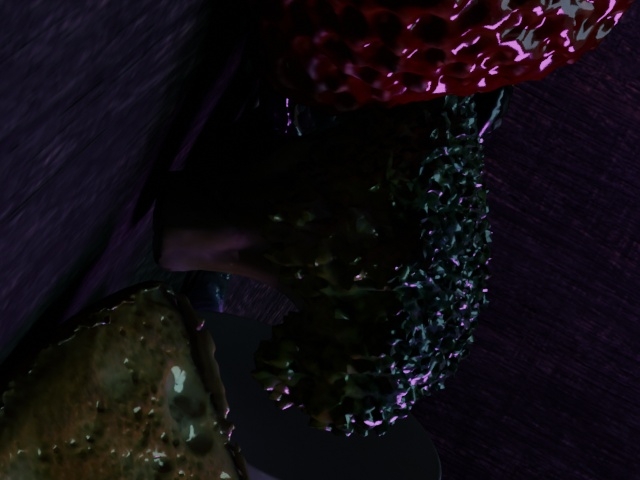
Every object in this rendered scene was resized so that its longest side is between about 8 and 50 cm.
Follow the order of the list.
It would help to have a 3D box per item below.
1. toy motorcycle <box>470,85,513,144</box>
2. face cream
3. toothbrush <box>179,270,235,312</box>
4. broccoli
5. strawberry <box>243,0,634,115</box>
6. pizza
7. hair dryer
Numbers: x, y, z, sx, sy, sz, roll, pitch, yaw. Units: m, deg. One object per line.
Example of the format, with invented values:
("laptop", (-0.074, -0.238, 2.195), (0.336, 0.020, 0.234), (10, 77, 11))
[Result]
("toy motorcycle", (0.145, -0.203, 1.082), (0.142, 0.206, 0.342), (0, 154, -37))
("face cream", (-0.056, 0.179, 1.250), (0.179, 0.218, 0.218), (-63, 175, 20))
("toothbrush", (-0.084, 0.053, 1.348), (0.042, 0.035, 0.413), (-61, 176, -46))
("broccoli", (0.000, 0.000, 1.042), (0.194, 0.194, 0.219), (106, -11, -67))
("strawberry", (0.045, -0.152, 0.941), (0.244, 0.205, 0.205), (-34, -162, 46))
("pizza", (-0.117, 0.134, 0.938), (0.081, 0.188, 0.204), (-17, -175, 36))
("hair dryer", (-0.002, -0.115, 1.117), (0.195, 0.075, 0.219), (-42, 153, -38))
